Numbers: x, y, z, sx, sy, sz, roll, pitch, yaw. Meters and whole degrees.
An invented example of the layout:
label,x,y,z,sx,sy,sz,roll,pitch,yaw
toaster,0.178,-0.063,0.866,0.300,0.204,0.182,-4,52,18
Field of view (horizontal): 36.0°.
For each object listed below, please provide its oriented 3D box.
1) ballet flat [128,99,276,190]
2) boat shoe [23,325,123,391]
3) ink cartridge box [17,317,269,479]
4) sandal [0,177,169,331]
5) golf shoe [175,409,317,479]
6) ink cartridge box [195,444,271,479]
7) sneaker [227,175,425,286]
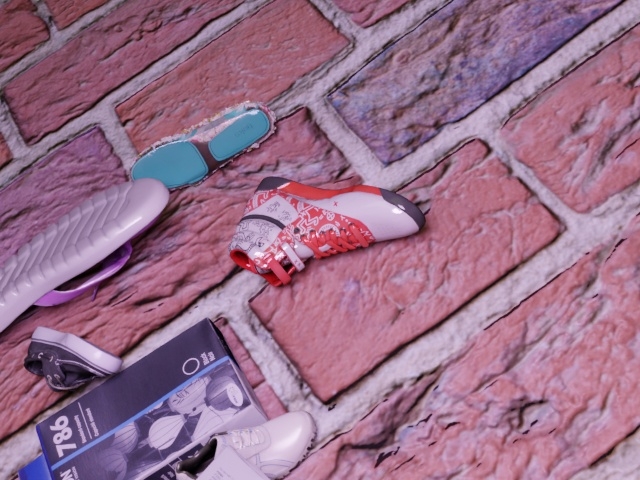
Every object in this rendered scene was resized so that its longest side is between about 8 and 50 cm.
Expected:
label,x,y,z,sx,sy,sz,roll,pitch,yaw
ballet flat,-0.179,-0.143,1.518,0.241,0.091,0.077,-23,18,2
boat shoe,-0.340,0.166,1.314,0.229,0.080,0.076,6,67,51
ink cartridge box,-0.241,0.250,1.239,0.333,0.065,0.165,-34,48,-2
sandal,-0.370,0.044,1.443,0.416,0.102,0.169,-31,31,17
golf shoe,-0.088,0.248,1.153,0.176,0.086,0.069,-34,46,-5
ink cartridge box,-0.095,0.339,1.054,0.127,0.128,0.176,31,72,39
sneaker,0.000,0.001,1.304,0.270,0.090,0.145,10,60,35
